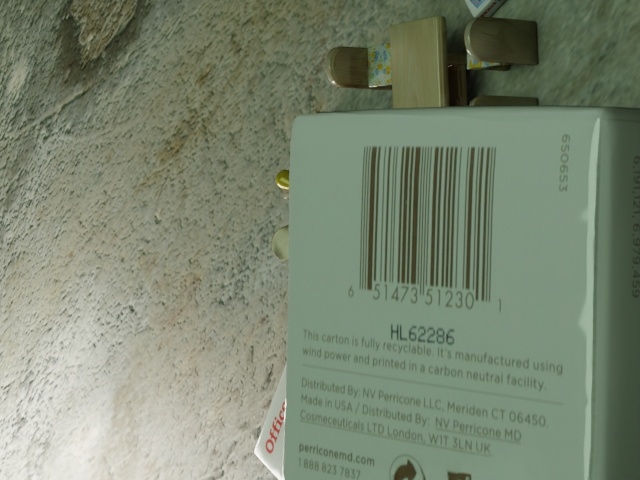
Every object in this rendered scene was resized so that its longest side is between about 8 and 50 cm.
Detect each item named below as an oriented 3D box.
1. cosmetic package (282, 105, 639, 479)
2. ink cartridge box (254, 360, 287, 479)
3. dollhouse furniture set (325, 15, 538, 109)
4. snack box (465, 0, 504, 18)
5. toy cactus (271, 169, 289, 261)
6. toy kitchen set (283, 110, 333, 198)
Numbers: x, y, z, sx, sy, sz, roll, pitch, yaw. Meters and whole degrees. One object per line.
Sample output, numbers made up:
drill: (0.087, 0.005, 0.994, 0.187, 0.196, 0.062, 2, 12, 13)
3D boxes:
cosmetic package: (0.223, 0.065, 1.392, 0.329, 0.394, 0.327, 3, 92, 50)
ink cartridge box: (0.053, 0.213, 1.829, 0.237, 0.100, 0.172, 41, 121, 41)
dollhouse furniture set: (0.082, -0.095, 1.740, 0.212, 0.161, 0.242, -4, 88, 50)
snack box: (0.141, -0.308, 1.773, 0.064, 0.022, 0.178, -46, 57, 38)
toy cactus: (0.000, 0.000, 1.826, 0.112, 0.180, 0.219, -12, 85, 28)
toy kitchen set: (-0.022, -0.092, 1.939, 0.075, 0.068, 0.083, -15, 79, 49)
